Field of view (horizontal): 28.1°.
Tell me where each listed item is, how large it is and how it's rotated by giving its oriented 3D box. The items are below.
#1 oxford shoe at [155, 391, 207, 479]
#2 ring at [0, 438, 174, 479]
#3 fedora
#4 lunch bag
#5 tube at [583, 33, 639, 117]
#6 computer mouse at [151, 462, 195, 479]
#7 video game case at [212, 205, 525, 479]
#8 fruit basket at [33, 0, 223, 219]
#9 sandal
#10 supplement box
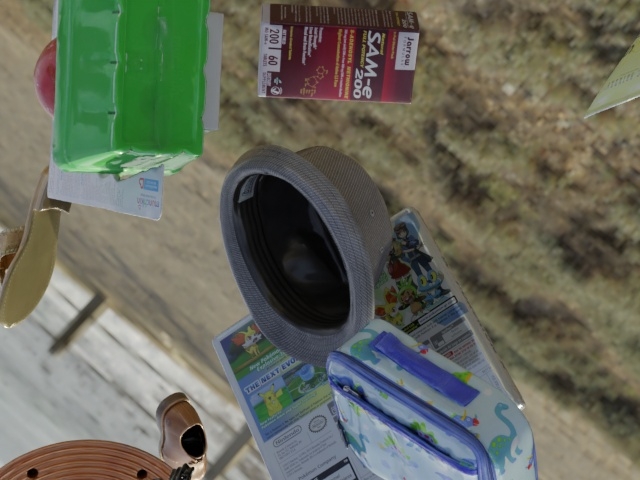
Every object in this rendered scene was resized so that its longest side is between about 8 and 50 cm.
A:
[{"bbox_3d":[-0.207,0.328,1.998,0.076,0.076,0.212,45,157,33],"label":"oxford shoe"},{"bbox_3d":[-0.314,0.411,1.677,0.336,0.336,0.032,49,180,-20],"label":"ring"},{"bbox_3d":[0.000,0.000,1.505,0.244,0.124,0.275,4,119,47],"label":"fedora"},{"bbox_3d":[0.106,0.184,1.264,0.219,0.090,0.176,30,147,36],"label":"lunch bag"},{"bbox_3d":[0.317,-0.187,1.111,0.062,0.240,0.070,28,145,22],"label":"tube"},{"bbox_3d":[-0.230,0.349,1.358,0.072,0.188,0.272,46,136,-15],"label":"computer mouse"},{"bbox_3d":[0.049,0.164,1.605,0.036,0.329,0.300,31,-151,-58],"label":"video game case"},{"bbox_3d":[-0.238,-0.197,1.458,0.165,0.327,0.353,1,-176,-25],"label":"fruit basket"},{"bbox_3d":[-0.423,-0.001,1.811,0.079,0.240,0.088,22,-176,28],"label":"sandal"},{"bbox_3d":[0.026,-0.285,1.960,0.073,0.239,0.130,-94,7,-55],"label":"supplement box"}]
